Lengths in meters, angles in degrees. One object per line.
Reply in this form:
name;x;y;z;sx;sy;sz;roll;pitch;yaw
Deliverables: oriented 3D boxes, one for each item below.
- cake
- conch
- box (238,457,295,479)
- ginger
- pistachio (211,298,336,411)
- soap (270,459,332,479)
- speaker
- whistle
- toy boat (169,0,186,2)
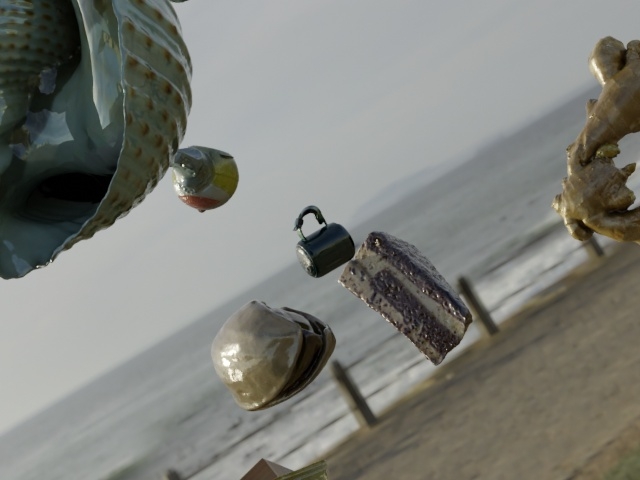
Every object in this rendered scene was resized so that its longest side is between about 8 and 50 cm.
cake;0.164;0.096;2.057;0.112;0.246;0.135;-57;-30;12
conch;-0.231;-0.133;1.172;0.303;0.319;0.215;-21;-11;37
box;-0.094;0.487;2.294;0.152;0.070;0.237;-44;-31;2
ginger;0.289;-0.091;1.233;0.176;0.193;0.052;-41;-24;7
pistachio;-0.069;0.154;1.738;0.137;0.153;0.238;5;-21;-30
soap;-0.101;0.338;1.492;0.252;0.037;0.092;-22;14;1
speaker;-0.003;-0.001;1.751;0.075;0.094;0.060;-30;-4;-20
whistle;-0.215;-0.111;2.160;0.123;0.123;0.223;-30;-16;11
toy boat;-0.254;-0.434;1.834;0.134;0.207;0.079;-44;33;44
